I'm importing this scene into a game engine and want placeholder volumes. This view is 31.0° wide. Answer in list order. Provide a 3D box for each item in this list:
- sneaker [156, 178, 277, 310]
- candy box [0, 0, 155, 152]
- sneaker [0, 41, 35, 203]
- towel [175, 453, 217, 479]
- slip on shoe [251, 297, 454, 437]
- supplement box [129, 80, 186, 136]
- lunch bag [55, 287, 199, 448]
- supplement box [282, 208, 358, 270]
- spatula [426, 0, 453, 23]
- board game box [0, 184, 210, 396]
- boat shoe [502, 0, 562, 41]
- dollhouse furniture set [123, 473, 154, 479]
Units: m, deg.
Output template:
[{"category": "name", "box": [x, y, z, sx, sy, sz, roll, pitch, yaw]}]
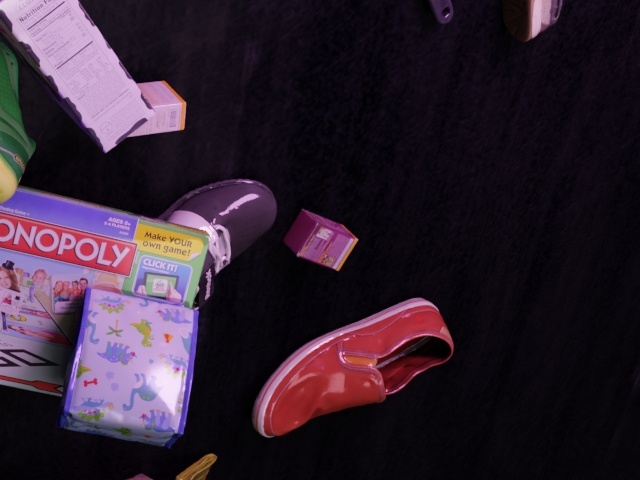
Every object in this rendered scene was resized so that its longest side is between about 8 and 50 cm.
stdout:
[{"category": "sneaker", "box": [-0.176, 0.045, 1.392, 0.330, 0.146, 0.122, -30, 132, -17]}, {"category": "candy box", "box": [-0.268, -0.203, 1.137, 0.070, 0.165, 0.196, -40, 134, -8]}, {"category": "sneaker", "box": [-0.376, -0.176, 1.139, 0.123, 0.109, 0.295, -63, 141, -51]}, {"category": "towel", "box": [-0.215, 0.422, 1.679, 0.102, 0.021, 0.237, -23, 140, -63]}, {"category": "slip on shoe", "box": [0.050, 0.194, 1.686, 0.331, 0.101, 0.123, -25, 133, -17]}, {"category": "supplement box", "box": [-0.208, -0.146, 1.292, 0.098, 0.062, 0.036, -10, 127, -29]}, {"category": "lunch bag", "box": [-0.202, 0.132, 1.223, 0.128, 0.151, 0.096, 13, 157, -15]}, {"category": "supplement box", "box": [0.000, 0.000, 1.554, 0.083, 0.043, 0.055, 22, 106, -43]}, {"category": "spatula", "box": [0.110, -0.379, 1.378, 0.084, 0.030, 0.296, -38, 134, -11]}, {"category": "board game box", "box": [-0.300, 0.056, 1.258, 0.317, 0.046, 0.214, 14, 97, -15]}, {"category": "boat shoe", "box": [0.282, -0.364, 1.483, 0.073, 0.080, 0.223, -27, 137, -25]}, {"category": "dollhouse furniture set", "box": [-0.291, 0.544, 1.523, 0.256, 0.362, 0.394, -12, 96, -27]}]
